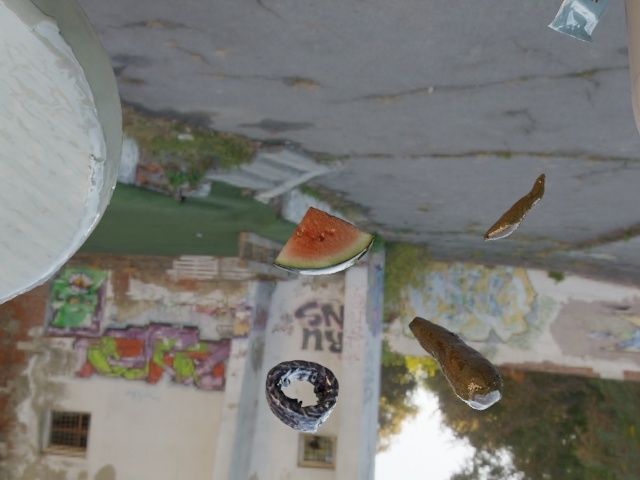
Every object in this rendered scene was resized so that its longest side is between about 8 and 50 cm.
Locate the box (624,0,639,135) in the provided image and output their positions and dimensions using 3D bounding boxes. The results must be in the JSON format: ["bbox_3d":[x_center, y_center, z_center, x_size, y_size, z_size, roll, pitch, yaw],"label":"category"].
[{"bbox_3d":[0.349,-0.238,0.541,0.141,0.349,0.289,9,156,-5],"label":"box"}]

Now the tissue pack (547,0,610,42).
[{"bbox_3d":[0.407,-0.390,1.012,0.122,0.193,0.026,-2,-149,-46],"label":"tissue pack"}]

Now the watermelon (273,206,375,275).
[{"bbox_3d":[0.004,0.021,1.343,0.192,0.137,0.145,-12,154,-3],"label":"watermelon"}]

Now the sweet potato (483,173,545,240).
[{"bbox_3d":[0.244,-0.036,0.853,0.026,0.115,0.026,45,170,11],"label":"sweet potato"}]

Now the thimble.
[{"bbox_3d":[-0.027,0.221,1.017,0.104,0.095,0.066,39,153,18],"label":"thimble"}]

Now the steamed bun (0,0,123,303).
[{"bbox_3d":[-0.369,-0.117,0.621,0.374,0.375,0.241,5,-153,-23],"label":"steamed bun"}]

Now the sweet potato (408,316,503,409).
[{"bbox_3d":[0.218,0.190,1.130,0.075,0.075,0.273,4,-164,-15],"label":"sweet potato"}]
